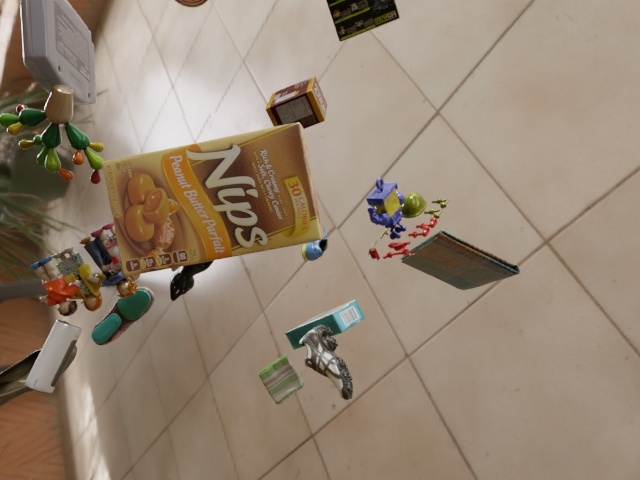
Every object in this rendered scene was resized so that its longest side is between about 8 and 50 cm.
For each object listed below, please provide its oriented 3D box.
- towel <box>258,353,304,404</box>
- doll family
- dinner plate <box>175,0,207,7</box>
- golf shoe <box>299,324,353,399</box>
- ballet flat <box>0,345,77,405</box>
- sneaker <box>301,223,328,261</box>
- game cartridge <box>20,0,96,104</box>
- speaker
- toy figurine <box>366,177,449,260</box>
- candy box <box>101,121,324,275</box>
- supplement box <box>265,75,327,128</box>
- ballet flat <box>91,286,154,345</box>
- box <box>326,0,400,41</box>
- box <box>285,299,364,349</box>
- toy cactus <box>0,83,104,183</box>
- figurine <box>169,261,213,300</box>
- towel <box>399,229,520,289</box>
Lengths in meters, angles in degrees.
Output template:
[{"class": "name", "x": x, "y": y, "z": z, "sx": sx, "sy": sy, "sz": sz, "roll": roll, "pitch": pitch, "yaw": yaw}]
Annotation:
[{"class": "towel", "x": -0.125, "y": 0.453, "z": 1.617, "sx": 0.023, "sy": 0.113, "sz": 0.152, "roll": 32, "pitch": 152, "yaw": 55}, {"class": "doll family", "x": -0.503, "y": 0.072, "z": 1.138, "sx": 0.263, "sy": 0.118, "sz": 0.163, "roll": -27, "pitch": 98, "yaw": 5}, {"class": "dinner plate", "x": -0.336, "y": -0.669, "z": 1.268, "sx": 0.141, "sy": 0.141, "sz": 0.017, "roll": -45, "pitch": 14, "yaw": 34}, {"class": "golf shoe", "x": 0.014, "y": 0.309, "z": 1.231, "sx": 0.094, "sy": 0.077, "sz": 0.198, "roll": -28, "pitch": 58, "yaw": 5}, {"class": "ballet flat", "x": -0.655, "y": 0.295, "z": 1.082, "sx": 0.084, "sy": 0.250, "sz": 0.058, "roll": 49, "pitch": 162, "yaw": 33}, {"class": "sneaker", "x": 0.000, "y": 0.000, "z": 1.706, "sx": 0.082, "sy": 0.209, "sz": 0.069, "roll": -15, "pitch": 116, "yaw": 22}, {"class": "game cartridge", "x": -0.536, "y": -0.393, "z": 1.035, "sx": 0.294, "sy": 0.060, "sz": 0.196, "roll": 173, "pitch": 90, "yaw": -82}, {"class": "speaker", "x": -0.531, "y": 0.229, "z": 0.997, "sx": 0.055, "sy": 0.055, "sz": 0.136, "roll": 4, "pitch": 68, "yaw": 48}, {"class": "toy figurine", "x": 0.257, "y": -0.126, "z": 1.632, "sx": 0.191, "sy": 0.362, "sz": 0.217, "roll": -4, "pitch": 123, "yaw": 44}, {"class": "candy box", "x": -0.165, "y": -0.062, "z": 0.795, "sx": 0.316, "sy": 0.087, "sz": 0.183, "roll": -11, "pitch": 92, "yaw": 5}, {"class": "supplement box", "x": -0.089, "y": -0.525, "z": 1.957, "sx": 0.194, "sy": 0.129, "sz": 0.191, "roll": -17, "pitch": 32, "yaw": 16}, {"class": "ballet flat", "x": -0.507, "y": 0.192, "z": 1.310, "sx": 0.221, "sy": 0.079, "sz": 0.077, "roll": -42, "pitch": 85, "yaw": 12}, {"class": "box", "x": 0.116, "y": -0.705, "z": 1.458, "sx": 0.190, "sy": 0.045, "sz": 0.184, "roll": -16, "pitch": 109, "yaw": 18}, {"class": "box", "x": 0.008, "y": 0.242, "z": 1.417, "sx": 0.244, "sy": 0.100, "sz": 0.060, "roll": -32, "pitch": 83, "yaw": 49}, {"class": "toy cactus", "x": -0.526, "y": -0.225, "z": 1.006, "sx": 0.219, "sy": 0.112, "sz": 0.180, "roll": 32, "pitch": 119, "yaw": 1}, {"class": "figurine", "x": -0.353, "y": 0.031, "z": 1.361, "sx": 0.209, "sy": 0.092, "sz": 0.215, "roll": -53, "pitch": 30, "yaw": 19}, {"class": "towel", "x": 0.435, "y": 0.072, "z": 1.613, "sx": 0.370, "sy": 0.271, "sz": 0.040, "roll": 123, "pitch": 172, "yaw": -74}]
